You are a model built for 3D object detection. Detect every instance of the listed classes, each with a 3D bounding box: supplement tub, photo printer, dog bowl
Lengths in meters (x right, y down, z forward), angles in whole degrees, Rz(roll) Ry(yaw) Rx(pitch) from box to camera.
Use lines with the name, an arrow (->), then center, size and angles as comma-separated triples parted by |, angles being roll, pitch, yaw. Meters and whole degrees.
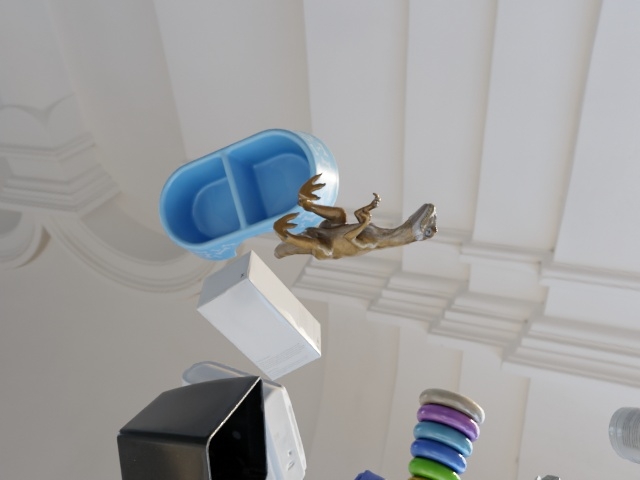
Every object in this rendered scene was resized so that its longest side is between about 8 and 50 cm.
supplement tub -> 0.421, 0.244, 0.616 | 0.070, 0.071, 0.107 | -19, 178, -21
photo printer -> -0.191, 0.415, 1.159 | 0.307, 0.256, 0.107 | 6, -154, 40
dog bowl -> -0.121, -0.073, 0.788 | 0.296, 0.166, 0.074 | -19, 171, 16

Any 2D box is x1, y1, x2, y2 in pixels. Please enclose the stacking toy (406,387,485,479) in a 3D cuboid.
stacking toy -> 0.221, 0.472, 1.005 | 0.141, 0.141, 0.331 | 12, -123, 25

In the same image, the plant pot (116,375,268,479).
plant pot -> -0.192, 0.322, 0.763 | 0.166, 0.188, 0.187 | 1, -167, 16

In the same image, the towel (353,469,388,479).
towel -> 0.164, 0.458, 0.744 | 0.335, 0.040, 0.243 | 7, -171, 28

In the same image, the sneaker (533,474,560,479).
sneaker -> 0.537, 0.567, 1.013 | 0.146, 0.123, 0.330 | -18, 171, -34

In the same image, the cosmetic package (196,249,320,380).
cosmetic package -> -0.175, 0.233, 1.531 | 0.196, 0.366, 0.155 | -29, -152, 17

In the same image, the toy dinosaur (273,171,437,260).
toy dinosaur -> 0.000, 0.000, 0.470 | 0.211, 0.112, 0.064 | -7, -124, 35
